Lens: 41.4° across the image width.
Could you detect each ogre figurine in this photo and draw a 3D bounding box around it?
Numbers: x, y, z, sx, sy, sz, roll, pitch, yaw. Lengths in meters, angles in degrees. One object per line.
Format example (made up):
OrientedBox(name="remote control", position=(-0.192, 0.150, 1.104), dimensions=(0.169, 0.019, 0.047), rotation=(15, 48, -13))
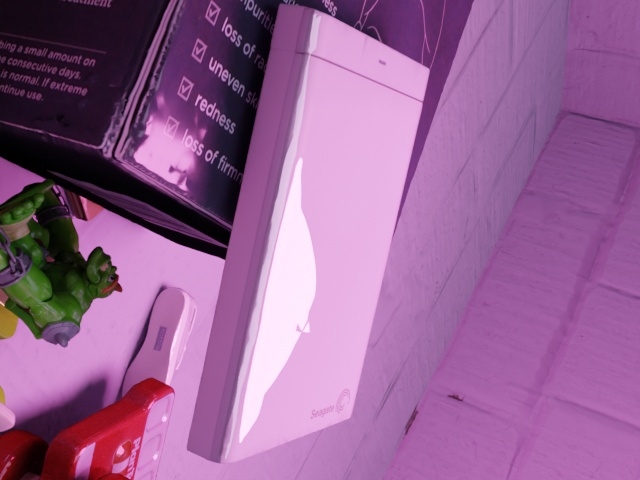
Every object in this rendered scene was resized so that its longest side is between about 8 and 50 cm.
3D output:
OrientedBox(name="ogre figurine", position=(-0.237, 0.018, 0.729), dimensions=(0.097, 0.197, 0.118), rotation=(-33, 108, -17))

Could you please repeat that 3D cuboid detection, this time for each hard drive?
OrientedBox(name="hard drive", position=(0.000, 0.000, 0.744), dimensions=(0.233, 0.047, 0.353), rotation=(2, 102, -62))

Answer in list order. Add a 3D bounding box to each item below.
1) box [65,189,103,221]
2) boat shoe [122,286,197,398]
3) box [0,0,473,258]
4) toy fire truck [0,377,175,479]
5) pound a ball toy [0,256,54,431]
OrientedBox(name="box", position=(-0.225, -0.143, 0.961), dimensions=(0.201, 0.021, 0.164), rotation=(-50, 146, -39))
OrientedBox(name="boat shoe", position=(-0.215, 0.156, 1.157), dimensions=(0.063, 0.066, 0.184), rotation=(37, 63, -65))
OrientedBox(name="box", position=(-0.078, -0.239, 0.837), dimensions=(0.480, 0.297, 0.472), rotation=(35, 74, -61))
OrientedBox(name="toy fire truck", position=(-0.273, 0.335, 1.015), dimensions=(0.254, 0.169, 0.302), rotation=(-19, 124, -66))
OrientedBox(name="pound a ball toy", position=(-0.354, 0.031, 0.708), dimensions=(0.319, 0.135, 0.208), rotation=(65, 17, -54))
